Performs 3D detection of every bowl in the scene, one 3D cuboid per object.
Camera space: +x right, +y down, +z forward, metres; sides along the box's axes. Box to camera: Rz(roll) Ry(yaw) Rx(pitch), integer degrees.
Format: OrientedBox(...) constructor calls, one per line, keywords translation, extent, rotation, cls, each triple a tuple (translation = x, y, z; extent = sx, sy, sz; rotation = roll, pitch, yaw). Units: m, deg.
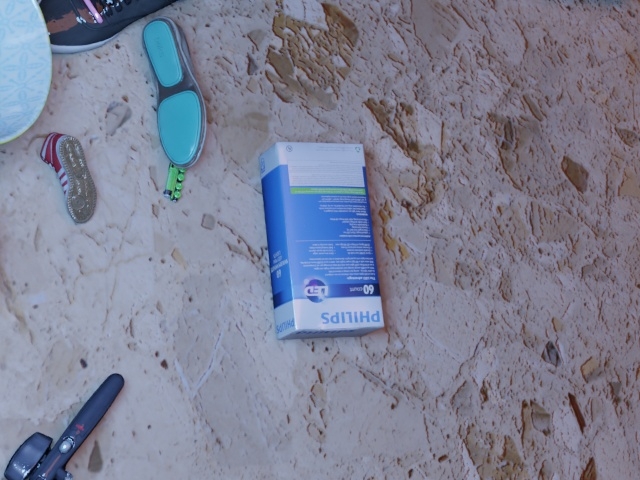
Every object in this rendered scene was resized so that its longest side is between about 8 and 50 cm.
OrientedBox(translation=(-0.469, -0.223, 1.507), extent=(0.289, 0.156, 0.289), rotation=(30, 51, -46), cls="bowl")

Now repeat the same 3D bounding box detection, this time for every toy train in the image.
OrientedBox(translation=(-0.193, -0.092, 1.743), extent=(0.024, 0.017, 0.083), rotation=(13, 71, -11), cls="toy train")

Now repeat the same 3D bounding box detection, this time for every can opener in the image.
OrientedBox(translation=(-0.300, 0.234, 1.583), extent=(0.073, 0.059, 0.186), rotation=(45, 63, -8), cls="can opener")

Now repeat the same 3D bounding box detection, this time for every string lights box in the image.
OrientedBox(translation=(0.000, 0.000, 1.774), extent=(0.133, 0.077, 0.259), rotation=(0, 77, -24), cls="string lights box")

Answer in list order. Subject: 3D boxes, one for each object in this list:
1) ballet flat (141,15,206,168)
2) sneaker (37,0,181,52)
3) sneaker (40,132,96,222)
OrientedBox(translation=(-0.187, -0.197, 1.746), extent=(0.072, 0.068, 0.213), rotation=(-16, 81, 16), cls="ballet flat")
OrientedBox(translation=(-0.247, -0.344, 1.711), extent=(0.296, 0.147, 0.104), rotation=(-29, 91, -27), cls="sneaker")
OrientedBox(translation=(-0.324, -0.084, 1.671), extent=(0.042, 0.067, 0.118), rotation=(-21, 116, -30), cls="sneaker")
